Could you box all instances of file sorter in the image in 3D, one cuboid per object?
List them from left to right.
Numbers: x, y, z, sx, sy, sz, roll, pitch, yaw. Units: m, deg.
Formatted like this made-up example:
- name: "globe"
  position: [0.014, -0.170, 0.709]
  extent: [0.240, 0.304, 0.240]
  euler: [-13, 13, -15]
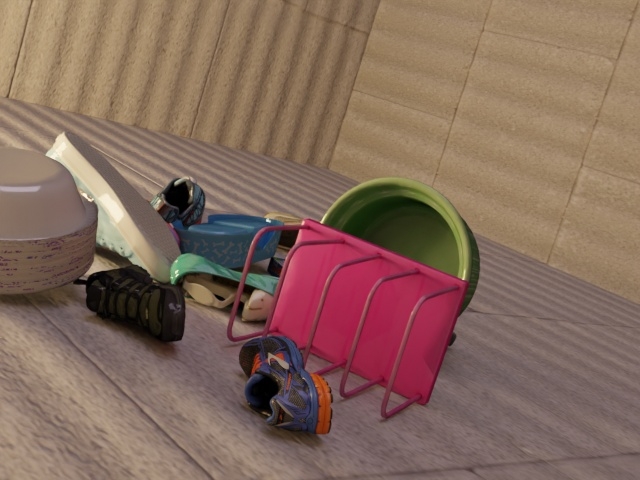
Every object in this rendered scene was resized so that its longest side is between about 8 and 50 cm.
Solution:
- name: "file sorter"
  position: [0.032, 0.111, 1.399]
  extent: [0.291, 0.202, 0.182]
  euler: [22, 12, 25]

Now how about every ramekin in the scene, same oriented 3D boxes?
- name: "ramekin"
  position: [0.148, 0.043, 1.726]
  extent: [0.303, 0.303, 0.148]
  euler: [22, 4, 24]

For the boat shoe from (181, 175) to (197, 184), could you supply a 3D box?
- name: "boat shoe"
  position: [-0.350, -0.117, 2.321]
  extent: [0.076, 0.083, 0.226]
  euler: [15, 11, -19]

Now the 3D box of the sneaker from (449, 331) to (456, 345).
- name: "sneaker"
  position: [0.202, 0.166, 1.843]
  extent: [0.076, 0.065, 0.166]
  euler: [31, 2, -40]

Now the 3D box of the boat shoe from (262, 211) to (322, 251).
- name: "boat shoe"
  position: [0.000, 0.000, 2.245]
  extent: [0.302, 0.109, 0.098]
  euler: [11, 16, -5]

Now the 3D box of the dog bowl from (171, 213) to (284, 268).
- name: "dog bowl"
  position: [-0.187, 0.000, 1.899]
  extent: [0.166, 0.074, 0.297]
  euler: [9, 9, 22]

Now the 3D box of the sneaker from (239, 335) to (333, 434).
- name: "sneaker"
  position: [-0.063, 0.181, 1.215]
  extent: [0.087, 0.083, 0.221]
  euler: [3, 12, -27]

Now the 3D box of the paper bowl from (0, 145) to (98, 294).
- name: "paper bowl"
  position: [-0.472, -0.044, 1.380]
  extent: [0.284, 0.148, 0.284]
  euler: [11, 21, -4]

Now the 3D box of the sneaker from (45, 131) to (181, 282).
- name: "sneaker"
  position: [-0.394, -0.029, 1.705]
  extent: [0.366, 0.150, 0.135]
  euler: [47, 13, 24]

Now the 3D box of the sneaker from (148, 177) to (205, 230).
- name: "sneaker"
  position: [-0.287, -0.076, 1.952]
  extent: [0.104, 0.125, 0.262]
  euler: [40, 25, -3]

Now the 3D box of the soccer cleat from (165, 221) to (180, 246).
- name: "soccer cleat"
  position: [-0.388, -0.022, 1.798]
  extent: [0.248, 0.083, 0.095]
  euler: [23, 33, 19]

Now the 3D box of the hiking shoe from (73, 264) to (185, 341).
- name: "hiking shoe"
  position: [-0.276, 0.096, 1.347]
  extent: [0.114, 0.086, 0.227]
  euler: [-4, 14, -34]

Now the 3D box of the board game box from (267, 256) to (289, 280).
- name: "board game box"
  position: [-0.013, 0.089, 1.917]
  extent: [0.136, 0.035, 0.201]
  euler: [13, 11, -27]

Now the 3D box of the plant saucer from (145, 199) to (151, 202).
- name: "plant saucer"
  position: [-0.402, -0.059, 2.056]
  extent: [0.199, 0.036, 0.198]
  euler: [18, 10, -3]

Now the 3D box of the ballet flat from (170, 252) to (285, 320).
- name: "ballet flat"
  position: [-0.141, 0.096, 1.586]
  extent: [0.247, 0.083, 0.087]
  euler: [18, 38, 0]
